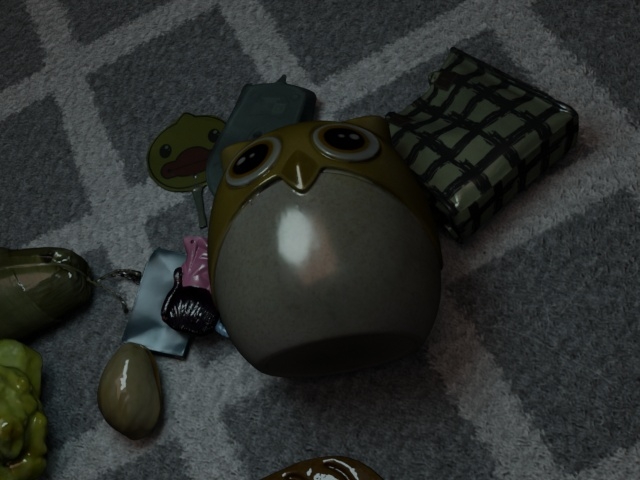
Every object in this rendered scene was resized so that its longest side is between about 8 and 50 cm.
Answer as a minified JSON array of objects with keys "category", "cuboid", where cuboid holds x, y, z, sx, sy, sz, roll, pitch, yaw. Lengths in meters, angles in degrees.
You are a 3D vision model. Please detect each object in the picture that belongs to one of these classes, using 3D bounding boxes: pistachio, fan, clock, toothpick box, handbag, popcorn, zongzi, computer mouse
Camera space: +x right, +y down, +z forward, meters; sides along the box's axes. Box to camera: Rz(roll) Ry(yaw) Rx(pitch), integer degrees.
[{"category":"pistachio","cuboid":[-0.367,0.292,1.312,0.124,0.124,0.185,1,80,14]},{"category":"fan","cuboid":[-0.295,-0.174,1.574,0.229,0.011,0.335,-18,62,5]},{"category":"clock","cuboid":[-0.209,0.103,1.355,0.194,0.100,0.195,16,70,-2]},{"category":"toothpick box","cuboid":[0.000,0.000,1.191,0.409,0.409,0.425,-13,66,8]},{"category":"handbag","cuboid":[-0.314,0.132,1.418,0.144,0.057,0.221,9,67,10]},{"category":"popcorn","cuboid":[-0.664,0.353,1.289,0.312,0.312,0.312,-6,64,12]},{"category":"handbag","cuboid":[0.285,-0.204,1.362,0.325,0.162,0.327,-39,57,-8]},{"category":"zongzi","cuboid":[-0.657,0.038,1.481,0.447,0.181,0.418,-27,61,-2]},{"category":"computer mouse","cuboid":[-0.126,-0.212,1.490,0.188,0.122,0.371,9,61,15]}]

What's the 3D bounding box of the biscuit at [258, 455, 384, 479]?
[{"category":"biscuit","cuboid":[-0.023,0.546,1.144,0.367,0.063,0.314,-24,61,1]}]
